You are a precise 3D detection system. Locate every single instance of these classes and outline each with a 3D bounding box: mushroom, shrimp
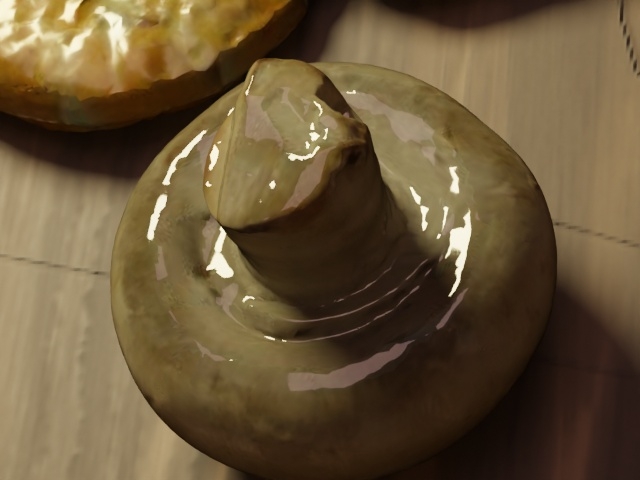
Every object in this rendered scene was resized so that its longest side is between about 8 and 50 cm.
[{"bbox_3d":[0.000,0.000,0.840,0.204,0.204,0.204,-5,60,9],"label":"mushroom"},{"bbox_3d":[-0.186,-0.227,1.078,0.445,0.085,0.272,32,67,23],"label":"shrimp"}]
